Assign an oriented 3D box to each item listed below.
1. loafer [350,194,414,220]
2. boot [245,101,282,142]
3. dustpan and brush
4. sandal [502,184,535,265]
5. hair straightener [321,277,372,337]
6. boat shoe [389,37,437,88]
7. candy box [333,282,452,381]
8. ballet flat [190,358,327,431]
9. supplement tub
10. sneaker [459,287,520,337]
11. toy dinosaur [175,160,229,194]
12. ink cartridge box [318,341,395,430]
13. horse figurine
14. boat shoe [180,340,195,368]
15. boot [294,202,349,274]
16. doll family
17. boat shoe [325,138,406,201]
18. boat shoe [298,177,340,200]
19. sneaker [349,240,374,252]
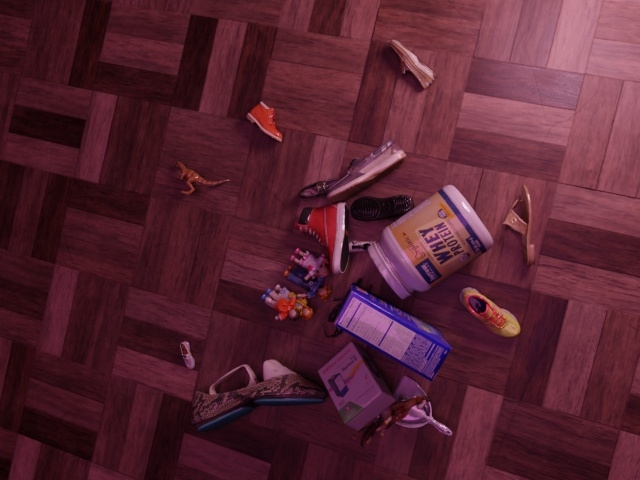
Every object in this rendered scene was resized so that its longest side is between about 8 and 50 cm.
[{"bbox_3d":[0.200,-0.096,1.773,0.219,0.078,0.080,-1,82,31],"label":"loafer"},{"bbox_3d":[-0.173,-0.401,1.883,0.158,0.059,0.085,44,94,12],"label":"boot"},{"bbox_3d":[0.315,0.538,1.737,0.211,0.060,0.147,29,96,13],"label":"dustpan and brush"},{"bbox_3d":[0.587,-0.042,1.668,0.079,0.088,0.240,-7,92,8],"label":"sandal"},{"bbox_3d":[0.073,0.218,1.819,0.089,0.047,0.231,34,101,13],"label":"hair straightener"},{"bbox_3d":[0.280,-0.558,1.770,0.190,0.068,0.072,46,111,10],"label":"boat shoe"},{"bbox_3d":[0.203,0.257,1.643,0.317,0.268,0.122,30,94,3],"label":"candy box"},{"bbox_3d":[-0.219,0.491,1.837,0.482,0.164,0.182,-18,64,15],"label":"ballet flat"},{"bbox_3d":[0.322,0.010,1.661,0.316,0.228,0.228,-36,81,11],"label":"supplement tub"},{"bbox_3d":[0.508,0.224,1.678,0.208,0.094,0.082,35,95,11],"label":"sneaker"},{"bbox_3d":[-0.437,-0.209,1.941,0.211,0.064,0.112,28,94,13],"label":"toy dinosaur"},{"bbox_3d":[0.108,0.447,1.724,0.154,0.093,0.212,-42,42,9],"label":"ink cartridge box"},{"bbox_3d":[0.201,0.547,1.699,0.066,0.174,0.263,51,136,10],"label":"horse figurine"},{"bbox_3d":[-0.468,0.403,1.949,0.035,0.035,0.100,-16,85,13],"label":"boat shoe"},{"bbox_3d":[0.000,0.000,1.796,0.176,0.088,0.245,-6,65,15],"label":"boot"},{"bbox_3d":[-0.058,0.162,1.827,0.163,0.118,0.263,31,78,19],"label":"doll family"},{"bbox_3d":[0.134,-0.223,1.782,0.285,0.103,0.092,-31,77,8],"label":"boat shoe"},{"bbox_3d":[-0.001,-0.167,1.836,0.152,0.049,0.056,-19,84,13],"label":"boat shoe"},{"bbox_3d":[0.124,0.019,1.805,0.109,0.043,0.040,-7,89,16],"label":"sneaker"}]
